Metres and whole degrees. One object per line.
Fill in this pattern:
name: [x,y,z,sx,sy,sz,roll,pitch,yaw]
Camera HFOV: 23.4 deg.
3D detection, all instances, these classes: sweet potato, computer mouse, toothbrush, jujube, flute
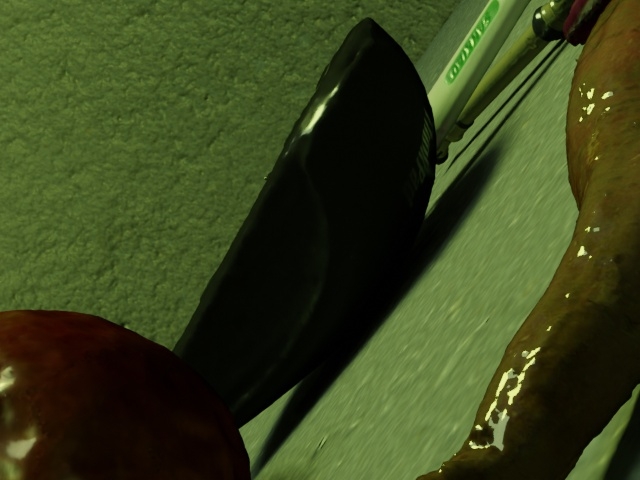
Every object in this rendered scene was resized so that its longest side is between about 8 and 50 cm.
sweet potato: [0.074,-0.004,0.385,0.050,0.050,0.214,-51,8,43]
computer mouse: [0.000,0.000,0.939,0.269,0.100,0.170,-60,1,30]
toothbrush: [0.145,-0.178,0.922,0.418,0.040,0.042,-58,39,28]
jujube: [-0.123,0.122,0.777,0.190,0.190,0.255,-54,-9,3]
flute: [0.127,-0.117,1.000,0.027,0.027,0.233,-56,5,-39]

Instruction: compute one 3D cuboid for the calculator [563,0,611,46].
calculator: [0.176,-0.167,0.774,0.126,0.034,0.190,-56,2,-8]
